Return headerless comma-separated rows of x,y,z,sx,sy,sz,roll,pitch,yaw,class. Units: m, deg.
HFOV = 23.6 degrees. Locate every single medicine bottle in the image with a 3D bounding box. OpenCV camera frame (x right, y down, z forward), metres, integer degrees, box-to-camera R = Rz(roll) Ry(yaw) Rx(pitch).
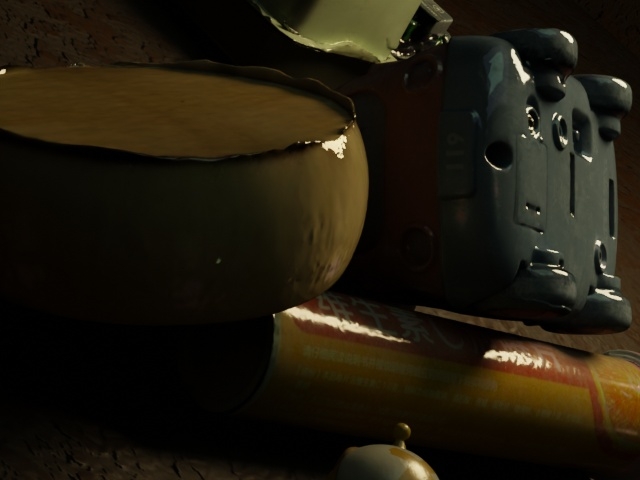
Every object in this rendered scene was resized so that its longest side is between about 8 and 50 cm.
0.092,0.103,1.064,0.426,0.108,0.108,14,30,-43,medicine bottle

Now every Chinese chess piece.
-0.099,-0.037,0.912,0.257,0.104,0.257,3,19,-1,Chinese chess piece

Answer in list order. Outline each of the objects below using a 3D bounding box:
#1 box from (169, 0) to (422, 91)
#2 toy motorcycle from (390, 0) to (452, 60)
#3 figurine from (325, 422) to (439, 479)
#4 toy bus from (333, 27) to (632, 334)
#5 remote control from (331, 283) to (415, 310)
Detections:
-0.050,-0.284,1.587,0.290,0.166,0.220,47,23,28,box
0.057,-0.301,1.882,0.187,0.125,0.275,-10,51,-51,toy motorcycle
0.036,0.175,0.873,0.101,0.068,0.143,40,33,-6,figurine
0.100,-0.033,1.142,0.231,0.197,0.294,-2,-8,28,toy bus
0.000,0.000,1.245,0.190,0.029,0.087,37,20,2,remote control
